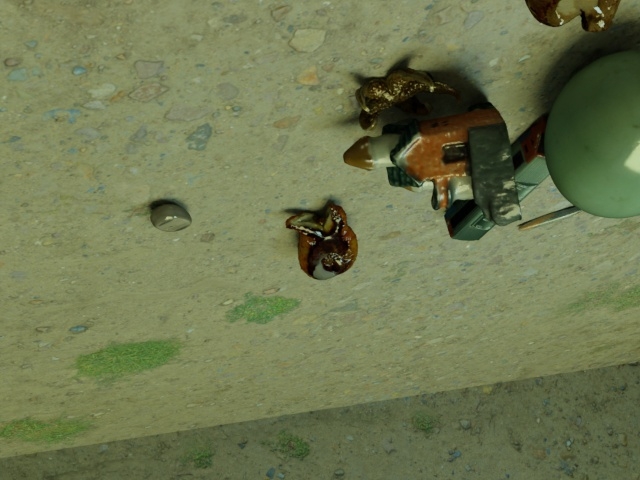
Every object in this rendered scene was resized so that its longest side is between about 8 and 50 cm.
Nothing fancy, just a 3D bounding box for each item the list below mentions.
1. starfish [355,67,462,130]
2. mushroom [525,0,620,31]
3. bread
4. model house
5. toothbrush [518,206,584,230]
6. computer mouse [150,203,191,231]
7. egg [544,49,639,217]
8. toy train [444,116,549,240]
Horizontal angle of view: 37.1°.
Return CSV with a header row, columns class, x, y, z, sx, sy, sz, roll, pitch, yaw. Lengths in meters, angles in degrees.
class,x,y,z,sx,sy,sz,roll,pitch,yaw
starfish,0.148,-0.248,1.623,0.189,0.074,0.146,-13,158,-5
mushroom,0.393,-0.408,1.364,0.231,0.138,0.194,-21,145,-14
bread,0.008,-0.001,2.085,0.139,0.095,0.269,-17,142,0
model house,0.194,-0.128,1.706,0.300,0.190,0.271,-5,-162,5
toothbrush,0.670,-0.084,2.351,0.375,0.037,0.028,-17,154,11
computer mouse,-0.292,-0.047,1.852,0.066,0.039,0.096,-22,163,18
egg,0.551,-0.187,1.744,0.276,0.276,0.389,-15,159,0
toy train,0.404,-0.123,2.040,0.086,0.089,0.409,3,152,-24
